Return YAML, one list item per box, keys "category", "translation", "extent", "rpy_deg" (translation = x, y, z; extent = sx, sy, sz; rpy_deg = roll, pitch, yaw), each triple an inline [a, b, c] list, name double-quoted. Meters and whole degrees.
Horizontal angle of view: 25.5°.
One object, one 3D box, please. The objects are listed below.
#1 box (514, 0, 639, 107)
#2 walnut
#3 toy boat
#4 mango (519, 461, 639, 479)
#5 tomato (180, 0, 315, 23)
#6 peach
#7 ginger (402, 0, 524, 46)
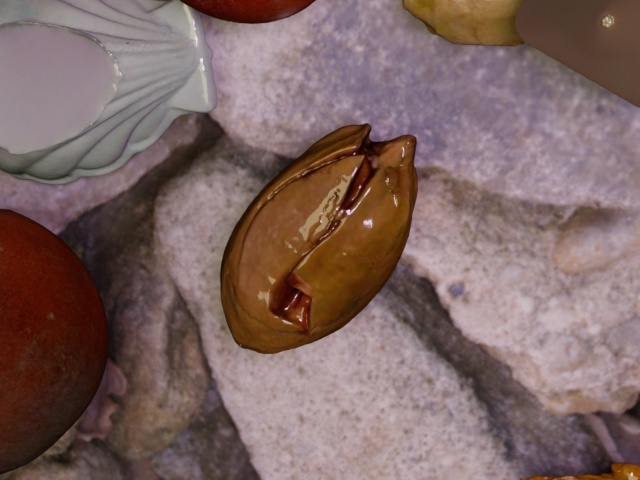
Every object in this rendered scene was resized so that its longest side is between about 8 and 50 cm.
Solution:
- category: "box"
  translation: [0.211, -0.161, 1.021]
  extent: [0.126, 0.031, 0.091]
  rpy_deg: [31, 122, 14]
- category: "walnut"
  translation: [0.000, 0.000, 1.199]
  extent: [0.137, 0.137, 0.245]
  rpy_deg: [40, 105, 4]
- category: "toy boat"
  translation: [-0.236, -0.142, 1.249]
  extent: [0.290, 0.100, 0.199]
  rpy_deg: [-8, 104, 23]
- category: "mango"
  translation: [0.183, 0.348, 1.210]
  extent: [0.199, 0.201, 0.350]
  rpy_deg: [44, 126, 32]
- category: "tomato"
  translation: [-0.063, -0.248, 1.131]
  extent: [0.167, 0.167, 0.167]
  rpy_deg: [5, 108, 17]
- category: "peach"
  translation: [-0.319, 0.098, 1.282]
  extent: [0.252, 0.252, 0.252]
  rpy_deg: [5, 108, 17]
- category: "ginger"
  translation: [0.284, -0.231, 1.042]
  extent: [0.348, 0.122, 0.363]
  rpy_deg: [32, 112, 3]
